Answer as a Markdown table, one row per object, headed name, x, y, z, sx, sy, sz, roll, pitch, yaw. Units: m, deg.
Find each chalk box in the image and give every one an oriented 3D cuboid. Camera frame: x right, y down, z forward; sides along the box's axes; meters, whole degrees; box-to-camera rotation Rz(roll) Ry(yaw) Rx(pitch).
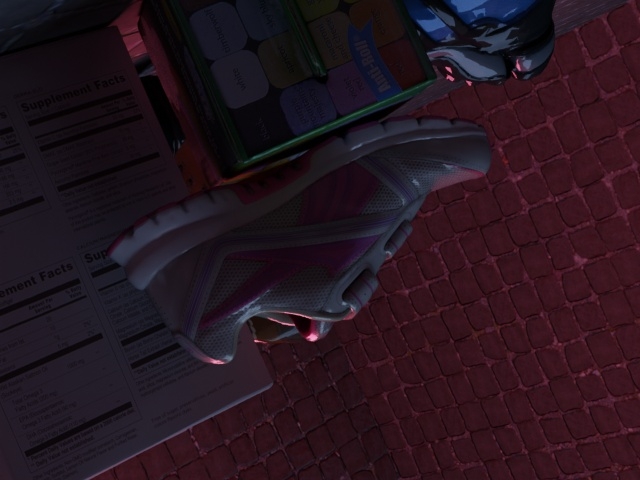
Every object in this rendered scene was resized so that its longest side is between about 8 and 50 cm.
| name | x | y | z | sx | sy | sz | roll | pitch | yaw |
| --- | --- | --- | --- | --- | --- | --- | --- | --- | --- |
| chalk box | -0.023 | -0.123 | 0.855 | 0.132 | 0.132 | 0.213 | -24 | -179 | -12 |

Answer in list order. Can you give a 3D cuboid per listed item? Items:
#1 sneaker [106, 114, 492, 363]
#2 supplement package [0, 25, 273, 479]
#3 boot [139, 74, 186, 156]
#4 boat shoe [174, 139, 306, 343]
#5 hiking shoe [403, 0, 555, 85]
| name | x | y | z | sx | sy | sz | roll | pitch | yaw |
| --- | --- | --- | --- | --- | --- | --- | --- | --- | --- |
| sneaker | 0.000 | 0.000 | 0.874 | 0.252 | 0.111 | 0.103 | -23 | -179 | -12 |
| supplement package | -0.205 | 0.030 | 0.939 | 0.198 | 0.263 | 0.199 | -24 | 180 | -37 |
| boot | -0.243 | -0.047 | 1.170 | 0.207 | 0.094 | 0.246 | -27 | -175 | -36 |
| boat shoe | -0.050 | -0.040 | 1.069 | 0.119 | 0.123 | 0.324 | -9 | -144 | 8 |
| hiking shoe | 0.040 | -0.179 | 1.030 | 0.304 | 0.113 | 0.132 | -14 | 134 | -22 |
